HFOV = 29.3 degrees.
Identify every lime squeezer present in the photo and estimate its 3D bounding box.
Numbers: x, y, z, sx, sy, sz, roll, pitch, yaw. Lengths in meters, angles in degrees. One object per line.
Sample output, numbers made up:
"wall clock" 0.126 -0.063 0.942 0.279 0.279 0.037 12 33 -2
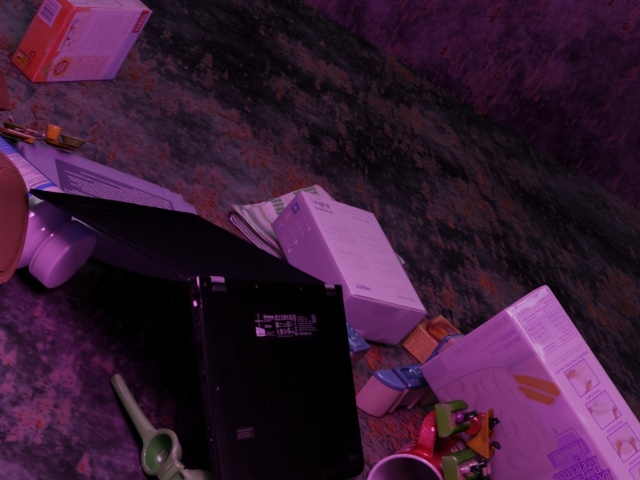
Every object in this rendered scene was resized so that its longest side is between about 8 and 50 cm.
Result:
"lime squeezer" -0.155 0.262 1.434 0.310 0.059 0.110 41 24 14

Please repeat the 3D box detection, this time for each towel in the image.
"towel" 0.000 0.000 2.172 0.248 0.038 0.325 43 24 14

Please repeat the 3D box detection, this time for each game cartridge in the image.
"game cartridge" -0.306 -0.037 1.804 0.297 0.062 0.198 21 31 -31

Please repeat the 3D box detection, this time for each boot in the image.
"boot" -0.483 -0.076 1.488 0.109 0.220 0.284 -21 102 -78

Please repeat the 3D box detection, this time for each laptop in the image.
"laptop" -0.147 0.126 1.588 0.382 0.236 0.408 7 73 -63

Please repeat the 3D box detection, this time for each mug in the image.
"mug" 0.154 0.309 1.662 0.113 0.150 0.169 45 20 10

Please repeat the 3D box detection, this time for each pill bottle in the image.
"pill bottle" -0.401 -0.042 1.588 0.221 0.124 0.124 41 24 10

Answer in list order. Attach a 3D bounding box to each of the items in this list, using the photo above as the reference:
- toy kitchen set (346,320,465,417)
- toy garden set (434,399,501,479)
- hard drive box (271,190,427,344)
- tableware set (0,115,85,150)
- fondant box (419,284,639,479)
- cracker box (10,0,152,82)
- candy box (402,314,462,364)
"toy kitchen set" 0.111 0.165 1.900 0.166 0.122 0.207 47 25 25
"toy garden set" 0.216 0.333 1.635 0.204 0.049 0.244 14 68 -70
"hard drive box" 0.045 0.045 2.012 0.181 0.089 0.232 16 36 -42
"tableware set" -0.415 -0.158 1.817 0.104 0.024 0.154 18 -7 -34
"fondant box" 0.315 0.260 1.735 0.096 0.238 0.330 -27 80 -36
"cracker box" -0.413 -0.357 2.135 0.067 0.156 0.232 42 23 16
"candy box" 0.239 0.212 2.076 0.186 0.053 0.109 44 24 15
